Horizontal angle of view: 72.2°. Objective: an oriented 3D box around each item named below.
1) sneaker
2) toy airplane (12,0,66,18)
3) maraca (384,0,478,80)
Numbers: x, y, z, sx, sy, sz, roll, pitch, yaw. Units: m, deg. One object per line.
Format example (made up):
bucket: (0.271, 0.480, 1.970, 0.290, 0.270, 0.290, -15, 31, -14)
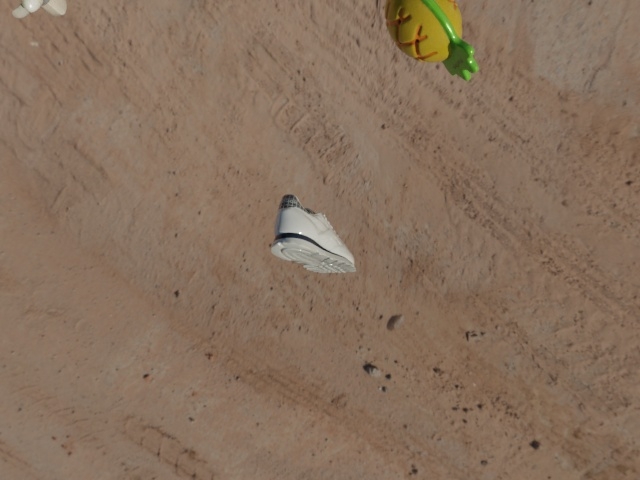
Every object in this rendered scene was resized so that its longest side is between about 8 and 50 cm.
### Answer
sneaker: (0.000, 0.000, 0.776, 0.090, 0.235, 0.094, -11, 68, 23)
toy airplane: (-0.576, -0.547, 0.667, 0.273, 0.386, 0.384, 16, 119, 19)
maraca: (0.170, -0.319, 0.670, 0.099, 0.127, 0.185, -43, 91, 8)
